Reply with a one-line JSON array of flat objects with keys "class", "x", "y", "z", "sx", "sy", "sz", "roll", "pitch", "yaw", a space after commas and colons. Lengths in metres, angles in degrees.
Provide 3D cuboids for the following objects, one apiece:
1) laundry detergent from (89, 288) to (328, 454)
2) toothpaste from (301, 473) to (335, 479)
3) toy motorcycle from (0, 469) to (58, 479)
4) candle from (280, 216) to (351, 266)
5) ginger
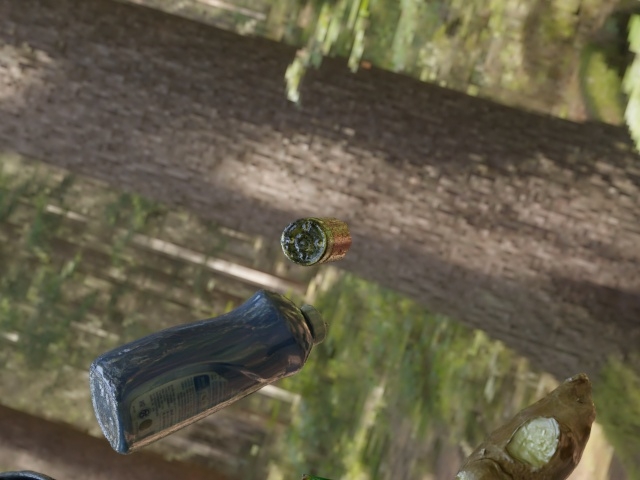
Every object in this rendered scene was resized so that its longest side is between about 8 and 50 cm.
[{"class": "laundry detergent", "x": -0.080, "y": 0.098, "z": 1.052, "sx": 0.206, "sy": 0.061, "sz": 0.097, "roll": -21, "pitch": -46, "yaw": -25}, {"class": "toothpaste", "x": 0.003, "y": 0.327, "z": 1.552, "sx": 0.178, "sy": 0.043, "sz": 0.037, "roll": 82, "pitch": -162, "yaw": -59}, {"class": "toy motorcycle", "x": -0.196, "y": 0.294, "z": 0.713, "sx": 0.108, "sy": 0.222, "sz": 0.341, "roll": 75, "pitch": 168, "yaw": -51}, {"class": "candle", "x": 0.000, "y": 0.000, "z": 1.375, "sx": 0.130, "sy": 0.052, "sz": 0.052, "roll": -7, "pitch": -65, "yaw": -75}, {"class": "ginger", "x": 0.300, "y": 0.305, "z": 1.847, "sx": 0.270, "sy": 0.123, "sz": 0.219, "roll": -34, "pitch": -22, "yaw": -16}]
